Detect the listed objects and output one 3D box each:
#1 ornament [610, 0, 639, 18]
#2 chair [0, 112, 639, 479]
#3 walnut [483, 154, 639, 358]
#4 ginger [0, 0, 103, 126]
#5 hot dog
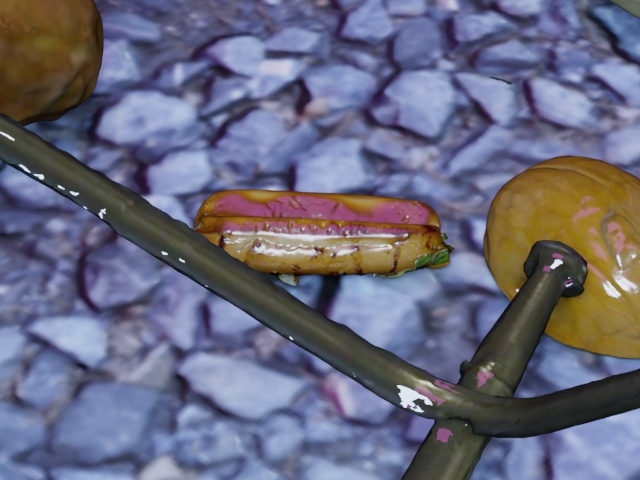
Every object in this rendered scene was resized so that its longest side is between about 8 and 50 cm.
[{"bbox_3d":[0.147,-0.193,1.008,0.230,0.061,0.245,12,44,9],"label":"ornament"},{"bbox_3d":[-0.046,0.049,0.506,0.362,0.364,0.410,33,66,-15],"label":"chair"},{"bbox_3d":[0.125,-0.003,0.817,0.091,0.052,0.121,-26,52,-29],"label":"walnut"},{"bbox_3d":[-0.243,-0.175,0.870,0.172,0.321,0.165,-30,12,7],"label":"ginger"},{"bbox_3d":[0.000,0.000,0.829,0.122,0.037,0.049,5,32,-3],"label":"hot dog"}]
